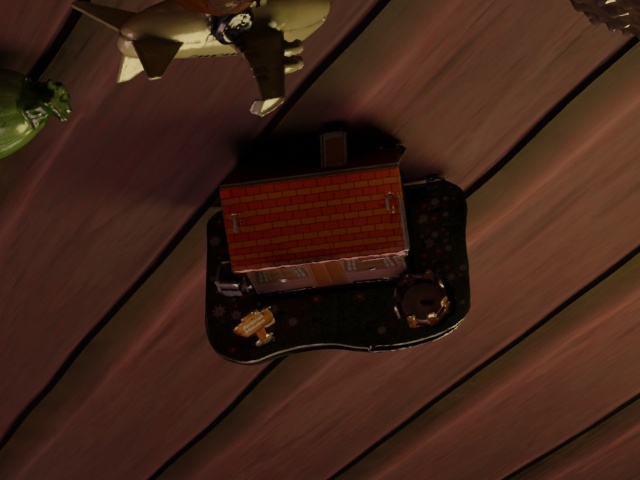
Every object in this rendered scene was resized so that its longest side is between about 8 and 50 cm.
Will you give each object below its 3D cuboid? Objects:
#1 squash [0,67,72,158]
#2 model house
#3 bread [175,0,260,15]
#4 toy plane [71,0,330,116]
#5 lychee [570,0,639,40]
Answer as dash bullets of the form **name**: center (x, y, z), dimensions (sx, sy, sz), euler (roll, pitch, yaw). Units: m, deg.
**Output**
- **squash**: center (-0.431, -0.102, 1.699), dimensions (0.395, 0.107, 0.107), euler (-11, 149, 20)
- **model house**: center (0.001, -0.001, 1.786), dimensions (0.294, 0.207, 0.154), euler (-7, 146, 11)
- **bread**: center (-0.162, -0.311, 1.258), dimensions (0.344, 0.195, 0.149), euler (32, 175, -42)
- **toy plane**: center (-0.084, -0.195, 1.498), dimensions (0.256, 0.242, 0.104), euler (-24, 142, -36)
- **lychee**: center (0.256, -0.288, 1.234), dimensions (0.300, 0.300, 0.300), euler (0, 150, 0)
